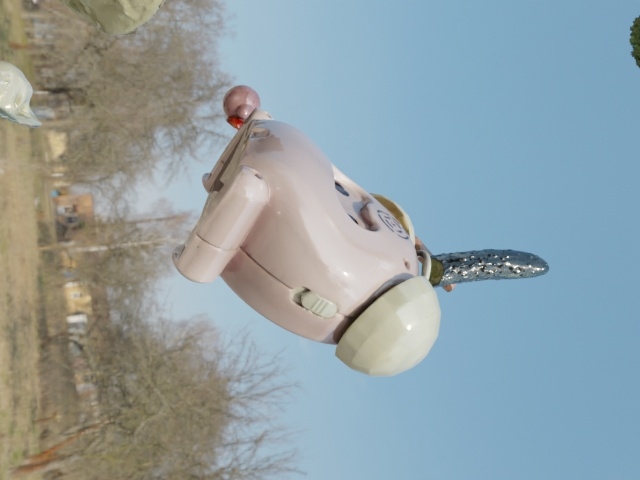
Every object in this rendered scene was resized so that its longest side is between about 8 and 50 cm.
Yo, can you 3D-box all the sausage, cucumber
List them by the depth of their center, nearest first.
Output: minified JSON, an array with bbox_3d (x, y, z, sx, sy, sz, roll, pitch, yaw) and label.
[{"bbox_3d":[0.375,0.058,1.335,0.072,0.304,0.081,116,-35,-60],"label":"cucumber"},{"bbox_3d":[0.250,0.045,1.397,0.186,0.043,0.043,47,-30,3],"label":"sausage"}]

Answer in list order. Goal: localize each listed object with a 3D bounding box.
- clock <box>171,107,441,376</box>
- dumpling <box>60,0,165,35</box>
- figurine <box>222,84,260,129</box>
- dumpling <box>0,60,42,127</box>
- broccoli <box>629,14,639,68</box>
[{"bbox_3d":[0.000,0.000,0.789,0.184,0.326,0.342,-46,-160,26],"label":"clock"},{"bbox_3d":[-0.355,-0.497,0.960,0.395,0.233,0.315,8,-54,30],"label":"dumpling"},{"bbox_3d":[-0.139,-0.238,1.047,0.071,0.067,0.083,-57,-153,17],"label":"figurine"},{"bbox_3d":[-0.712,-0.320,1.344,0.172,0.142,0.247,50,4,-1],"label":"dumpling"},{"bbox_3d":[0.637,-0.342,0.925,0.308,0.275,0.307,-20,-129,27],"label":"broccoli"}]
